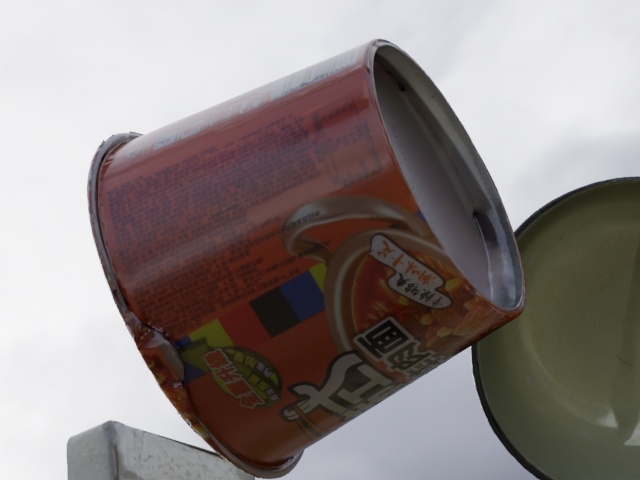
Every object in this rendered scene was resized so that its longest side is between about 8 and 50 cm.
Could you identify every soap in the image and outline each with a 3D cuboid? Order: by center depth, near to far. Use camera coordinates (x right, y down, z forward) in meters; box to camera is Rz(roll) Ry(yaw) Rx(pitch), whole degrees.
[{"bbox_3d":[-0.125,0.229,1.590,0.063,0.121,0.183,-27,-34,31],"label":"soap"}]

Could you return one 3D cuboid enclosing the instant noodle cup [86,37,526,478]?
[{"bbox_3d":[0.000,0.000,1.216,0.192,0.250,0.250,-28,-26,20],"label":"instant noodle cup"}]

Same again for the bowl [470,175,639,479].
[{"bbox_3d":[0.223,0.065,1.390,0.237,0.238,0.126,-32,5,5],"label":"bowl"}]
